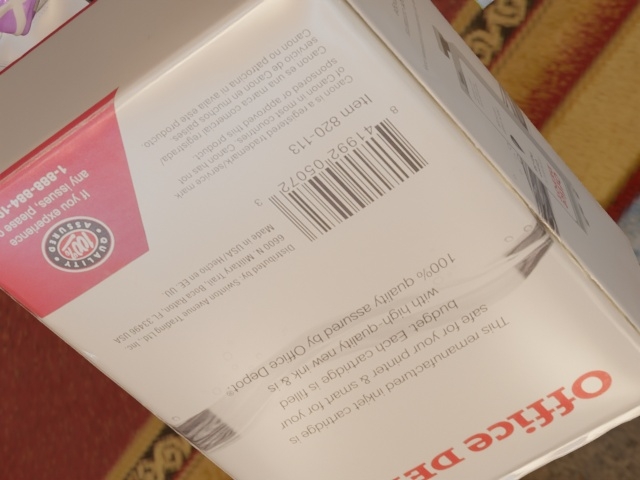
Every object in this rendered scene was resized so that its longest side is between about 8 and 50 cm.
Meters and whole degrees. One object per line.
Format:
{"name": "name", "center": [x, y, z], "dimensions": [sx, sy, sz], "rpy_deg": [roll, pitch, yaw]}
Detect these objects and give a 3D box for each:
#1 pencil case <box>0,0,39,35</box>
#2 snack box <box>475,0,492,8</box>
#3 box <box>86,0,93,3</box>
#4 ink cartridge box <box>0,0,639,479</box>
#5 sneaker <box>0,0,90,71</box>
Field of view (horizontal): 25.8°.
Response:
{"name": "pencil case", "center": [-0.246, -0.173, 0.757], "dimensions": [0.206, 0.088, 0.086], "rpy_deg": [16, 111, -18]}
{"name": "snack box", "center": [0.067, -0.286, 1.013], "dimensions": [0.070, 0.207, 0.174], "rpy_deg": [-39, 122, 18]}
{"name": "box", "center": [-0.170, -0.290, 0.897], "dimensions": [0.261, 0.103, 0.184], "rpy_deg": [37, 110, 17]}
{"name": "ink cartridge box", "center": [0.000, 0.000, 0.654], "dimensions": [0.207, 0.117, 0.283], "rpy_deg": [-32, 122, 21]}
{"name": "sneaker", "center": [-0.170, -0.247, 1.141], "dimensions": [0.366, 0.137, 0.210], "rpy_deg": [-36, 103, 14]}
